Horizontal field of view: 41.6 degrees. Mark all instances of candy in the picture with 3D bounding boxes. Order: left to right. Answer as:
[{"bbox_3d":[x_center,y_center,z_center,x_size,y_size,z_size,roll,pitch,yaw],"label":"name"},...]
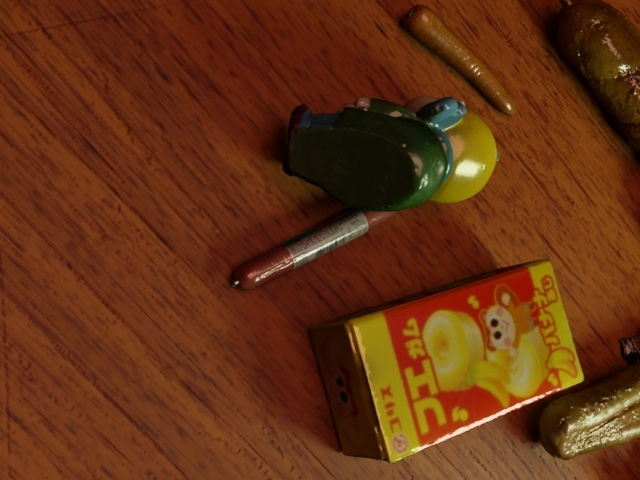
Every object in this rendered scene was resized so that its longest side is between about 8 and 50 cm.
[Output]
[{"bbox_3d":[0.138,0.119,0.886,0.276,0.088,0.146,-16,90,-31],"label":"candy"}]

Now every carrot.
[{"bbox_3d":[0.173,-0.210,0.998,0.190,0.037,0.037,36,66,-20],"label":"carrot"}]

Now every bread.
[{"bbox_3d":[0.397,-0.207,1.095,0.344,0.084,0.124,44,41,-14],"label":"bread"}]

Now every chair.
[{"bbox_3d":[0.423,0.125,1.075,0.086,0.042,0.037,-23,91,6],"label":"chair"}]

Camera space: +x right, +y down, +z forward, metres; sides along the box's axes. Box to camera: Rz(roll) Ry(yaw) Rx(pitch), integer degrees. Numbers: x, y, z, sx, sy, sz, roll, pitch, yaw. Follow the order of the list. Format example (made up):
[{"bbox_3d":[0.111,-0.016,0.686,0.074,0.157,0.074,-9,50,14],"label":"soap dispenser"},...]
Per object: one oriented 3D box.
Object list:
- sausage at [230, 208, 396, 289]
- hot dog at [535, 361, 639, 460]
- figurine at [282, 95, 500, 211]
[{"bbox_3d":[0.000,0.000,0.866,0.223,0.029,0.029,-26,94,-30],"label":"sausage"},{"bbox_3d":[0.373,0.190,1.011,0.289,0.068,0.083,-12,101,-27],"label":"hot dog"},{"bbox_3d":[0.082,-0.097,0.890,0.234,0.185,0.127,-33,128,-53],"label":"figurine"}]
